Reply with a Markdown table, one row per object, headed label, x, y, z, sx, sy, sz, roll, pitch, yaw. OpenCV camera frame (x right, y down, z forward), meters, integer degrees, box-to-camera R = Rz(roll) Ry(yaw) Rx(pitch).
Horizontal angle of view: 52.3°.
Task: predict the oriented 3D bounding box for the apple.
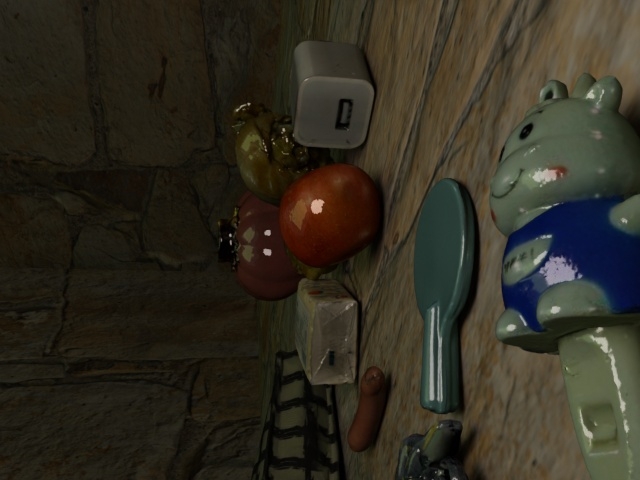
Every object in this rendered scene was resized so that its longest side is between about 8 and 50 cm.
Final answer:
| label | x | y | z | sx | sy | sz | roll | pitch | yaw |
| --- | --- | --- | --- | --- | --- | --- | --- | --- | --- |
| apple | 0.015 | -0.034 | 0.970 | 0.163 | 0.163 | 0.139 | 131 | 123 | -75 |

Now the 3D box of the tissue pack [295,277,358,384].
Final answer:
| label | x | y | z | sx | sy | sz | roll | pitch | yaw |
| --- | --- | --- | --- | --- | --- | --- | --- | --- | --- |
| tissue pack | 0.009 | 0.155 | 1.159 | 0.196 | 0.092 | 0.149 | -140 | 52 | -77 |

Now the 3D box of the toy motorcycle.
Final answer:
| label | x | y | z | sx | sy | sz | roll | pitch | yaw |
| --- | --- | --- | --- | --- | --- | --- | --- | --- | --- |
| toy motorcycle | 0.107 | 0.241 | 0.647 | 0.194 | 0.061 | 0.124 | 99 | 171 | -45 |

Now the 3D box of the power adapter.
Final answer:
| label | x | y | z | sx | sy | sz | roll | pitch | yaw |
| --- | --- | --- | --- | --- | --- | --- | --- | --- | --- |
| power adapter | 0.012 | -0.267 | 1.110 | 0.205 | 0.125 | 0.130 | -97 | 12 | -47 |

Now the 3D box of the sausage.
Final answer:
| label | x | y | z | sx | sy | sz | roll | pitch | yaw |
| --- | --- | --- | --- | --- | --- | --- | --- | --- | --- |
| sausage | 0.066 | 0.242 | 0.928 | 0.040 | 0.047 | 0.177 | -121 | 29 | -43 |

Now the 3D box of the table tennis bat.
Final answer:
| label | x | y | z | sx | sy | sz | roll | pitch | yaw |
| --- | --- | --- | --- | --- | --- | --- | --- | --- | --- |
| table tennis bat | 0.123 | 0.054 | 0.662 | 0.149 | 0.038 | 0.238 | 128 | 147 | -72 |

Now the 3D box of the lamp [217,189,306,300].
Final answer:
| label | x | y | z | sx | sy | sz | roll | pitch | yaw |
| --- | --- | --- | --- | --- | --- | --- | --- | --- | --- |
| lamp | -0.141 | 0.001 | 1.635 | 0.305 | 0.239 | 0.306 | -178 | 90 | -80 |

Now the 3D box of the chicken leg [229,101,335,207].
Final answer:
| label | x | y | z | sx | sy | sz | roll | pitch | yaw |
| --- | --- | --- | --- | --- | --- | --- | --- | --- | --- |
| chicken leg | -0.055 | -0.123 | 1.279 | 0.429 | 0.201 | 0.153 | 53 | -127 | -77 |

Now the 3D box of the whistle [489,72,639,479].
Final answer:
| label | x | y | z | sx | sy | sz | roll | pitch | yaw |
| --- | --- | --- | --- | --- | --- | --- | --- | --- | --- |
| whistle | 0.144 | 0.015 | 0.359 | 0.110 | 0.091 | 0.245 | 135 | 138 | -61 |

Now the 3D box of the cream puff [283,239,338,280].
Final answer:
| label | x | y | z | sx | sy | sz | roll | pitch | yaw |
| --- | --- | --- | --- | --- | --- | --- | --- | --- | --- |
| cream puff | 0.000 | 0.000 | 1.224 | 0.146 | 0.116 | 0.146 | 31 | 128 | 50 |

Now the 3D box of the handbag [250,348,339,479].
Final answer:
| label | x | y | z | sx | sy | sz | roll | pitch | yaw |
| --- | --- | --- | --- | --- | --- | --- | --- | --- | --- |
| handbag | -0.056 | 0.439 | 1.311 | 0.327 | 0.162 | 0.325 | -90 | 10 | -48 |
